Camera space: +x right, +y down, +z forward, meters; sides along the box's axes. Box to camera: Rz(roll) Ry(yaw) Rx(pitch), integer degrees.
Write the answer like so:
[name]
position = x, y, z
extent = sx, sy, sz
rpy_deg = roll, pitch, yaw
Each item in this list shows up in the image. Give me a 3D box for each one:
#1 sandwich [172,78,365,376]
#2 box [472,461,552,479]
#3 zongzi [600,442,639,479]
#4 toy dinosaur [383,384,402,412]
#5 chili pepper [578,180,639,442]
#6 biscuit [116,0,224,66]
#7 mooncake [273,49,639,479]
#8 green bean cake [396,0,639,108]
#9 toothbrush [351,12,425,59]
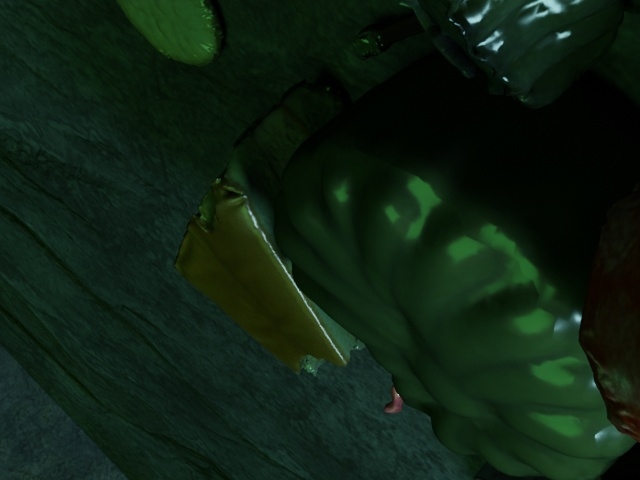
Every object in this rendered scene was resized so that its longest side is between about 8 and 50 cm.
[sandwich]
position = 0.000, 0.000, 1.213
extent = 0.198, 0.155, 0.227
rpy_deg = 40, 154, 5
[box]
position = 0.314, 0.325, 1.349
extent = 0.325, 0.047, 0.180
rpy_deg = 9, 137, 49
[zongzi]
position = 0.271, 0.209, 1.051
extent = 0.247, 0.111, 0.241
rpy_deg = 66, -176, -71
[toy dinosaur]
position = 0.155, 0.123, 1.296
extent = 0.286, 0.070, 0.139
rpy_deg = 17, 121, 40
[chili pepper]
position = 0.275, 0.004, 0.722
extent = 0.229, 0.251, 0.305
rpy_deg = 19, 168, -24
[biscuit]
position = -0.149, -0.223, 1.248
extent = 0.152, 0.020, 0.152
rpy_deg = 34, 151, 21
[mooncake]
position = 0.132, 0.027, 1.030
extent = 0.351, 0.187, 0.351
rpy_deg = 35, 150, 23
[green bean cake]
position = 0.075, -0.191, 0.744
extent = 0.227, 0.125, 0.222
rpy_deg = 58, -172, 25
[toothbrush]
position = 0.126, -0.172, 0.910
extent = 0.041, 0.041, 0.364
rpy_deg = 53, 152, -17
